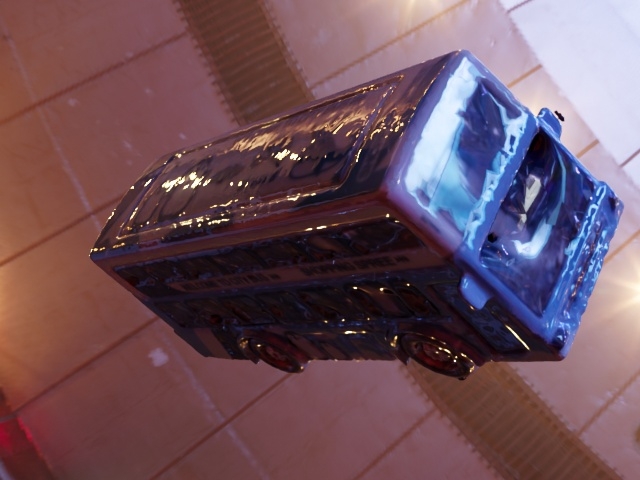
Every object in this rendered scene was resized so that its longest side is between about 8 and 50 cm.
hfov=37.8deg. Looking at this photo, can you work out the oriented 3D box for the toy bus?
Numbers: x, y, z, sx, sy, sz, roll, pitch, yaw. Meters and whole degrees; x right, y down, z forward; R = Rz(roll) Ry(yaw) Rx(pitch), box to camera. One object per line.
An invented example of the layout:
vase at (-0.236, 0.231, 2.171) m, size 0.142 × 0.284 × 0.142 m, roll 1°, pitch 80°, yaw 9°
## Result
toy bus at (0.000, 0.000, 0.508) m, size 0.131 × 0.297 × 0.106 m, roll 43°, pitch -119°, yaw -25°
